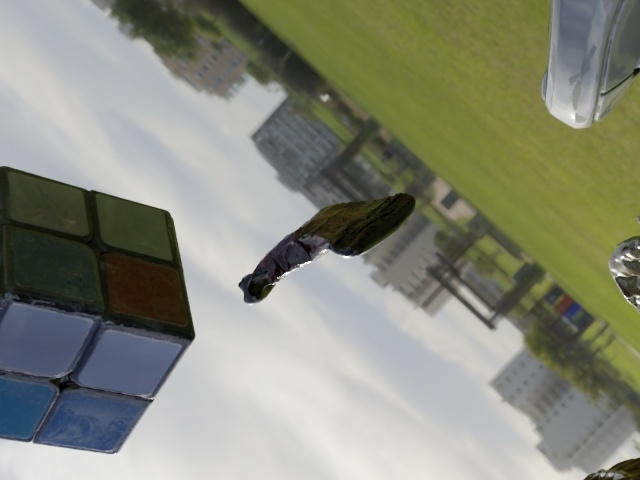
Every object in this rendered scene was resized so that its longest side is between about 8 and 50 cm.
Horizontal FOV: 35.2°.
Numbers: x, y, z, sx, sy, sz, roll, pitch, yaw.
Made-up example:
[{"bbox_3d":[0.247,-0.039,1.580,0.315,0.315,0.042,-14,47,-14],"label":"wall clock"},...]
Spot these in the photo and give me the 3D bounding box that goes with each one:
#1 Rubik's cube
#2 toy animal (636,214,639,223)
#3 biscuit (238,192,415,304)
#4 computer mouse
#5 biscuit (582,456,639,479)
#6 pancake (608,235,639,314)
[{"bbox_3d":[-0.417,0.119,1.611,0.313,0.318,0.316,17,-145,-29],"label":"Rubik's cube"},{"bbox_3d":[0.538,-0.055,1.316,0.131,0.221,0.104,43,-164,-20],"label":"toy animal"},{"bbox_3d":[-0.003,0.003,1.291,0.151,0.235,0.063,-38,-80,-46],"label":"biscuit"},{"bbox_3d":[0.234,-0.228,0.769,0.121,0.297,0.184,4,150,8],"label":"computer mouse"},{"bbox_3d":[0.318,0.391,1.311,0.103,0.332,0.332,60,-171,11],"label":"biscuit"},{"bbox_3d":[0.412,0.084,1.069,0.242,0.050,0.242,47,172,9],"label":"pancake"}]
